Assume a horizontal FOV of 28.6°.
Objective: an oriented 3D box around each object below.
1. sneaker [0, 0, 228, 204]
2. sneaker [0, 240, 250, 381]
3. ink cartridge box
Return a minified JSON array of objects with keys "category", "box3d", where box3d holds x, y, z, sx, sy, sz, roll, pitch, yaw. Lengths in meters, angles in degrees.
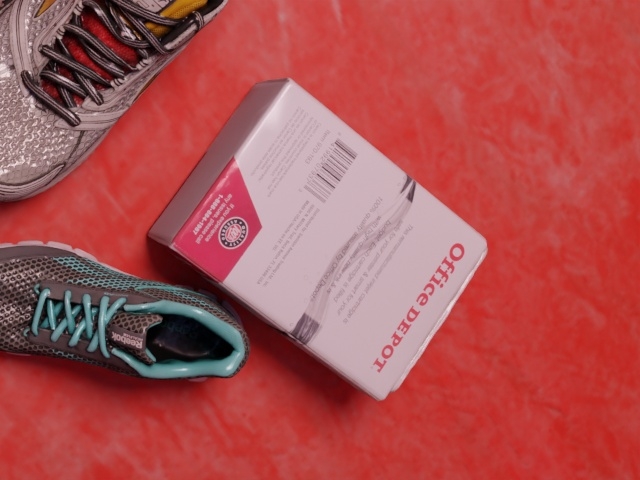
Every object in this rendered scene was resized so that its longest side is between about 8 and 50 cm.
[{"category":"sneaker","box3d":[-0.106,-0.115,0.626,0.088,0.092,0.225,40,81,-19]},{"category":"sneaker","box3d":[-0.109,0.039,0.647,0.166,0.076,0.065,10,90,-21]},{"category":"ink cartridge box","box3d":[0.000,0.000,0.691,0.150,0.063,0.109,38,81,-19]}]
